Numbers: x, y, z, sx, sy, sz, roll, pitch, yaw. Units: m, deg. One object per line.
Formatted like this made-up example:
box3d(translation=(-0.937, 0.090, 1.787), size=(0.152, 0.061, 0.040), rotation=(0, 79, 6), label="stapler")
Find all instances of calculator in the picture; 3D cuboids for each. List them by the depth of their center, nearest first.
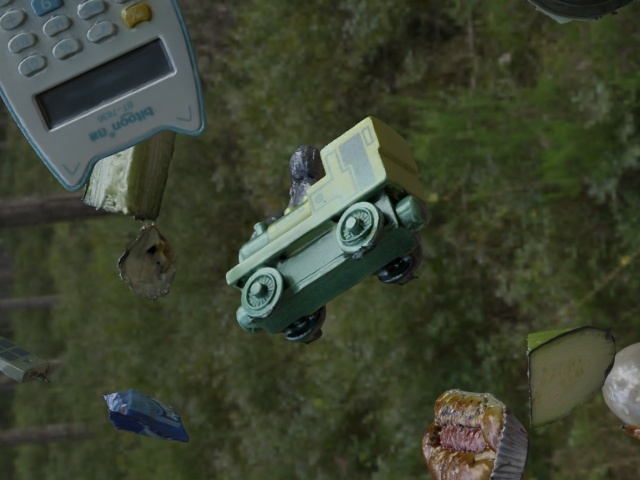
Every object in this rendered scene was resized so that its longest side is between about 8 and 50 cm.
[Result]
box3d(translation=(-0.305, -0.275, 1.443), size=(0.054, 0.256, 0.386), rotation=(-57, -57, -82), label="calculator")

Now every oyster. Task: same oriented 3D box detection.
box3d(translation=(-0.269, 0.028, 1.782), size=(0.121, 0.045, 0.146), rotation=(17, -121, -60), label="oyster")

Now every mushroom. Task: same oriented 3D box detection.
box3d(translation=(0.621, 0.293, 2.114), size=(0.204, 0.204, 0.204), rotation=(175, 90, -86), label="mushroom")

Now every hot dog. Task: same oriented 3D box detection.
box3d(translation=(0.193, 0.266, 1.486), size=(0.268, 0.075, 0.144), rotation=(175, 117, -77), label="hot dog")

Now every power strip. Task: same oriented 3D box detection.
box3d(translation=(-0.578, 0.201, 2.060), size=(0.029, 0.227, 0.080), rotation=(-69, -17, 13), label="power strip")

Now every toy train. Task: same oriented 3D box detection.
box3d(translation=(0.000, 0.000, 1.797), size=(0.150, 0.369, 0.237), rotation=(29, -144, -46), label="toy train")

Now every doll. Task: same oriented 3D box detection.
box3d(translation=(-0.057, -0.033, 2.132), size=(0.340, 0.158, 0.246), rotation=(86, -179, -59), label="doll")

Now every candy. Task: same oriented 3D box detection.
box3d(translation=(-0.384, 0.380, 2.498), size=(0.331, 0.187, 0.077), rotation=(-166, 97, -77), label="candy")

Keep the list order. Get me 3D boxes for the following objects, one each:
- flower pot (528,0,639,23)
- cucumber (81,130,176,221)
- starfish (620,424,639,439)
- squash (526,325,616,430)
box3d(translation=(0.450, -0.523, 1.855), size=(0.259, 0.290, 0.290), rotation=(106, 159, -83), label="flower pot")
box3d(translation=(-0.344, -0.201, 2.159), size=(0.105, 0.145, 0.325), rotation=(10, -91, -59), label="cucumber")
box3d(translation=(0.561, 0.287, 1.608), size=(0.050, 0.247, 0.138), rotation=(4, -116, -55), label="starfish")
box3d(translation=(0.405, 0.204, 1.938), size=(0.085, 0.184, 0.192), rotation=(44, 149, 48), label="squash")
